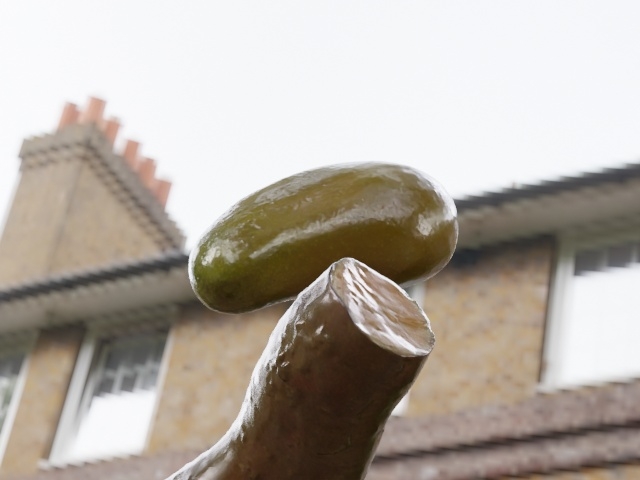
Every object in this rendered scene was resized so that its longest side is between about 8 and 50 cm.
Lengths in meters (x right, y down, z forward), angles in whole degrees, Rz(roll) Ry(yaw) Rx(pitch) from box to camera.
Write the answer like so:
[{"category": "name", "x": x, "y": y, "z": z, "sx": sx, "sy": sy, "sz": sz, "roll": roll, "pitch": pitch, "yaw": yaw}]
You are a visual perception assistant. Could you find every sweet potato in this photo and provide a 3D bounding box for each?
[{"category": "sweet potato", "x": -0.054, "y": 0.119, "z": 0.737, "sx": 0.067, "sy": 0.059, "sz": 0.281, "roll": 36, "pitch": -62, "yaw": -12}]

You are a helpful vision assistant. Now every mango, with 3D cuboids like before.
[{"category": "mango", "x": 0.000, "y": 0.000, "z": 1.431, "sx": 0.136, "sy": 0.227, "sz": 0.099, "roll": 19, "pitch": -61, "yaw": 51}]
